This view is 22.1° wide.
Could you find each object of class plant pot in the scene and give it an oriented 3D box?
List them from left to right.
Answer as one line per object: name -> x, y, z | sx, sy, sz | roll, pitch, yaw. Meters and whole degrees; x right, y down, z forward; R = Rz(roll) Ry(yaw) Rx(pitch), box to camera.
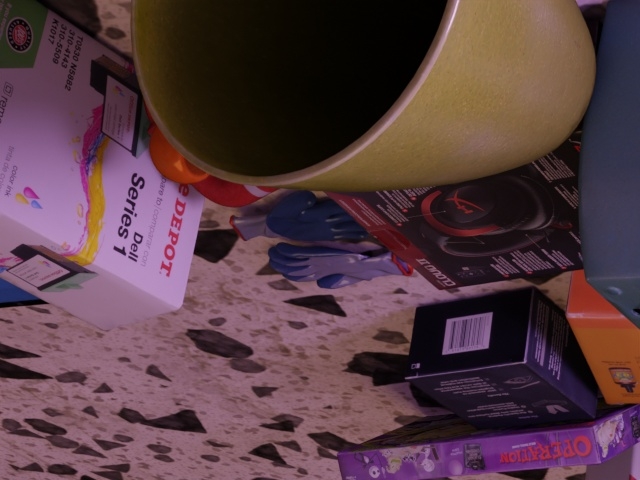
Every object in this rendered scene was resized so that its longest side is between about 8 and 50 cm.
plant pot -> 0.067, -0.146, 1.152 | 0.274, 0.275, 0.293 | -11, 164, 37
plant pot -> 0.293, -0.050, 1.216 | 0.165, 0.234, 0.165 | -5, 146, 45

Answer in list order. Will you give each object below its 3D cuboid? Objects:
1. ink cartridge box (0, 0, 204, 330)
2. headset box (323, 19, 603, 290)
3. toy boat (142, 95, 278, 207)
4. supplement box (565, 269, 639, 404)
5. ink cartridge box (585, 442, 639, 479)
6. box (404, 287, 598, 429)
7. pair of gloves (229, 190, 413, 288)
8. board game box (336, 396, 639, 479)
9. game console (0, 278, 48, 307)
ink cartridge box -> -0.235, -0.070, 1.433 | 0.117, 0.201, 0.278 | -16, 144, 41
headset box -> 0.152, -0.061, 1.416 | 0.293, 0.110, 0.218 | -10, 147, 35
toy boat -> -0.079, -0.097, 1.345 | 0.231, 0.151, 0.151 | -26, 100, 49
supplement box -> 0.319, 0.097, 1.709 | 0.078, 0.080, 0.233 | 0, 150, 21
ink cartridge box -> 0.464, 0.341, 2.004 | 0.272, 0.197, 0.114 | 20, 154, -17
box -> 0.203, 0.134, 1.803 | 0.156, 0.093, 0.158 | -11, 146, 36
pair of gloves -> 0.000, 0.000, 1.693 | 0.159, 0.023, 0.198 | -4, 151, 23
board game box -> 0.217, 0.234, 1.932 | 0.346, 0.056, 0.208 | -11, 177, 36
game console -> -0.429, 0.079, 1.848 | 0.293, 0.250, 0.173 | -7, 122, 30
